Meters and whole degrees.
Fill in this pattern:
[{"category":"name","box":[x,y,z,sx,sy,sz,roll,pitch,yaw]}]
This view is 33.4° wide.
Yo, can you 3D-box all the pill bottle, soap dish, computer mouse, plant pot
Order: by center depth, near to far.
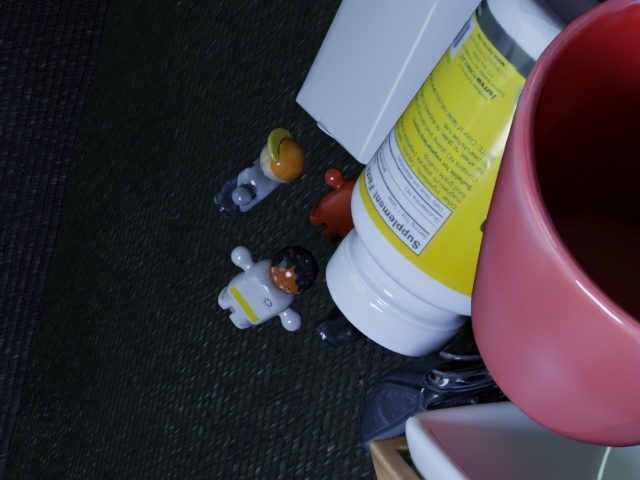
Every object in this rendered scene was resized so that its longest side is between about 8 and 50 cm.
[{"category":"plant pot","box":[0.224,0.010,0.708,0.243,0.275,0.275,109,162,-62]},{"category":"soap dish","box":[0.192,0.226,0.731,0.291,0.229,0.118,-134,47,-56]},{"category":"computer mouse","box":[0.123,0.131,0.947,0.272,0.188,0.072,135,132,-57]},{"category":"pill bottle","box":[0.147,-0.056,0.955,0.334,0.188,0.188,-55,35,31]}]

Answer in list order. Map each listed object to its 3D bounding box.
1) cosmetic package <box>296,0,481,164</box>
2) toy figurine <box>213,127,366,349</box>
[{"category":"cosmetic package","box":[0.137,-0.253,1.095,0.365,0.155,0.197,-64,31,19]},{"category":"toy figurine","box":[0.000,0.000,1.151,0.148,0.209,0.213,-32,51,46]}]
